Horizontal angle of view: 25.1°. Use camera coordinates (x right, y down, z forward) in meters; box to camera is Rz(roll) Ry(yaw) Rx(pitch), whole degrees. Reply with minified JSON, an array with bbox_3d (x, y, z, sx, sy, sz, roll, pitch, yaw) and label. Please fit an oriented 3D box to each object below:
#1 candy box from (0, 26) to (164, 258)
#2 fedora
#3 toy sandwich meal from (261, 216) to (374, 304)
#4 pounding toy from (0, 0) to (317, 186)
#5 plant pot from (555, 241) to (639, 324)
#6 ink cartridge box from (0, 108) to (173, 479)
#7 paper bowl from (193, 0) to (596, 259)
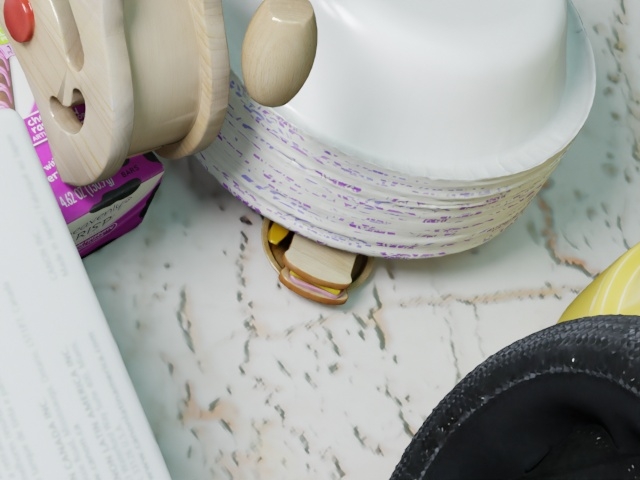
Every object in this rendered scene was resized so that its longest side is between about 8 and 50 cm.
[{"bbox_3d":[-0.227,-0.078,0.846,0.159,0.071,0.233,-33,76,-34],"label":"candy box"},{"bbox_3d":[0.154,0.212,0.723,0.152,0.334,0.334,26,51,-34],"label":"fedora"},{"bbox_3d":[0.000,0.000,0.916,0.085,0.029,0.086,10,58,-16],"label":"toy sandwich meal"},{"bbox_3d":[-0.095,-0.132,0.815,0.154,0.154,0.269,-20,50,-34],"label":"pounding toy"},{"bbox_3d":[0.294,0.076,0.861,0.254,0.239,0.254,11,57,-17],"label":"plant pot"},{"bbox_3d":[-0.246,0.134,0.616,0.385,0.091,0.308,-21,88,-40],"label":"ink cartridge box"},{"bbox_3d":[0.043,-0.140,0.928,0.284,0.148,0.284,12,51,-15],"label":"paper bowl"}]
